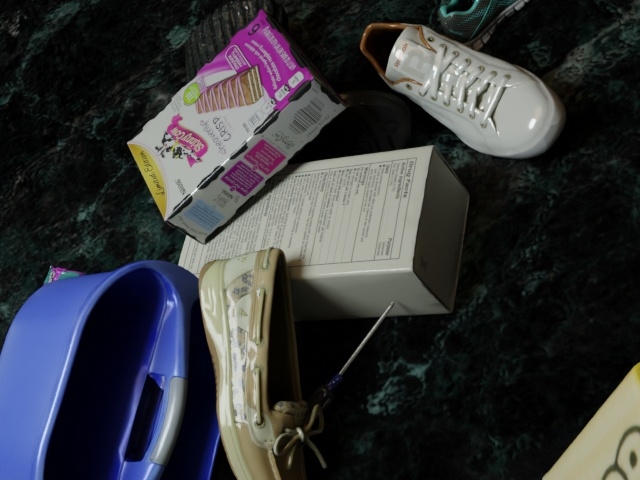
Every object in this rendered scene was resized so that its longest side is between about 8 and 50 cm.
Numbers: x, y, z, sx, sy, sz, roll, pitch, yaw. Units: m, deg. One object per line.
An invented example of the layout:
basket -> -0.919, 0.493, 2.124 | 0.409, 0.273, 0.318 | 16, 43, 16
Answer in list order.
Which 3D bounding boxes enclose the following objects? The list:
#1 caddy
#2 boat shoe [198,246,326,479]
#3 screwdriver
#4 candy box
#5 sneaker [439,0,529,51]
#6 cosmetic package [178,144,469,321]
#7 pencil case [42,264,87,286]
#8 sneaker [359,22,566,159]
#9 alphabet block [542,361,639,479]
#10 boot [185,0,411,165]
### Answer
caddy -> -0.213, 0.189, 1.181 | 0.179, 0.241, 0.341 | -3, 66, 39
boat shoe -> -0.054, 0.150, 1.149 | 0.089, 0.104, 0.285 | -16, 83, 17
screwdriver -> 0.032, 0.135, 1.191 | 0.170, 0.025, 0.024 | -49, 4, 9
candy box -> -0.102, -0.132, 1.273 | 0.233, 0.071, 0.159 | -44, 46, 11
sneaker -> 0.208, -0.307, 1.356 | 0.065, 0.076, 0.166 | 33, 81, 41
cosmetic package -> 0.000, 0.000, 1.261 | 0.309, 0.113, 0.160 | -4, 59, 30
pencil case -> -0.358, 0.108, 1.447 | 0.064, 0.070, 0.152 | 10, 67, 37
sneaker -> 0.146, -0.175, 1.264 | 0.290, 0.123, 0.106 | 36, 106, 46
alphabet block -> 0.298, 0.219, 0.818 | 0.193, 0.197, 0.192 | 2, 54, -12
boot -> -0.043, -0.200, 1.409 | 0.348, 0.131, 0.260 | -12, 55, 27
